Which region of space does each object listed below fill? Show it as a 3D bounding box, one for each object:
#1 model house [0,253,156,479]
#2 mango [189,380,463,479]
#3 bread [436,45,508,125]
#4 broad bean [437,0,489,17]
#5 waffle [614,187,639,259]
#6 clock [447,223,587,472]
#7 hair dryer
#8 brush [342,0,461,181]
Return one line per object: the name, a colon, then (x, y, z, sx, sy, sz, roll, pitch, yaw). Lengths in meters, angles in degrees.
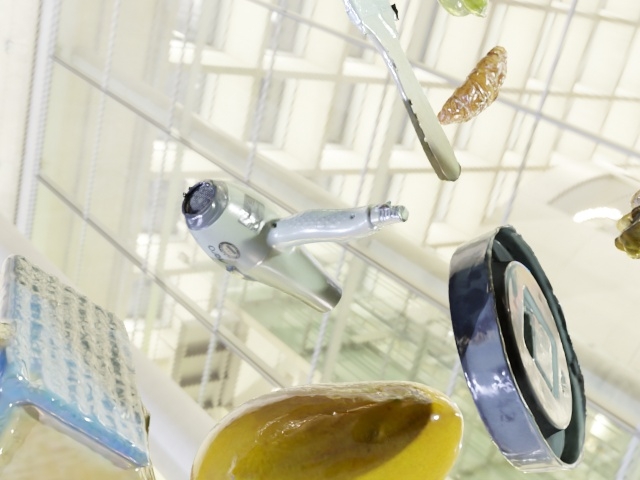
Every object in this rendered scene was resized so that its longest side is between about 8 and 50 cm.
model house: (-0.381, 0.212, 0.984, 0.382, 0.334, 0.342, -16, -64, -10)
mango: (0.014, 0.355, 1.466, 0.446, 0.232, 0.300, -19, -57, -3)
bread: (0.337, -0.318, 1.964, 0.233, 0.076, 0.105, -48, -14, -13)
broad bean: (0.194, -0.384, 1.288, 0.082, 0.174, 0.124, -27, -44, 27)
waffle: (0.595, -0.071, 1.351, 0.151, 0.324, 0.261, 37, -118, -8)
clock: (0.261, 0.140, 1.196, 0.067, 0.325, 0.325, -19, -35, 26)
hair dryer: (-0.004, 0.013, 0.925, 0.219, 0.225, 0.088, 60, -142, -59)
brush: (0.094, -0.223, 1.151, 0.085, 0.020, 0.336, -30, -84, -44)
